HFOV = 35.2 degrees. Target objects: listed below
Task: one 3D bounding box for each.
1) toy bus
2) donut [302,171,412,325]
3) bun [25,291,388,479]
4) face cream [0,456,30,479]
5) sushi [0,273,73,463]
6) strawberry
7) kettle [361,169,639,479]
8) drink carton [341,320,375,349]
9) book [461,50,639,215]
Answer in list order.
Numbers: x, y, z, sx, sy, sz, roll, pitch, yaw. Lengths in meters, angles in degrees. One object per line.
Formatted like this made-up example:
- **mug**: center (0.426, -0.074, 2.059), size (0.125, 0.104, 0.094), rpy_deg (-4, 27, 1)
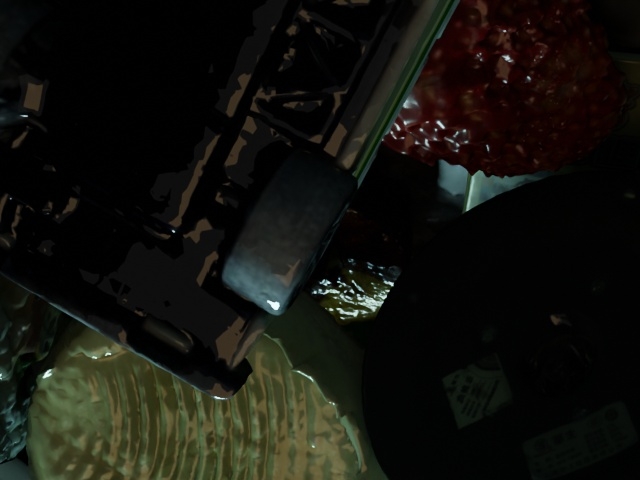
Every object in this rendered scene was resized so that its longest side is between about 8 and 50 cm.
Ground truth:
- **toy bus**: center (-0.007, -0.120, 0.372), size (0.143, 0.179, 0.306), rpy_deg (29, 111, 4)
- **donut**: center (0.000, 0.000, 0.696), size (0.140, 0.059, 0.140), rpy_deg (8, 142, 7)
- **bun**: center (-0.062, 0.127, 0.683), size (0.259, 0.152, 0.260), rpy_deg (5, 108, 14)
- **face cream**: center (-0.365, 0.334, 1.168), size (0.145, 0.145, 0.370), rpy_deg (-7, 140, 24)
- **sushi**: center (-0.276, 0.036, 0.701), size (0.218, 0.225, 0.239), rpy_deg (26, 115, 3)
- **strawberry**: center (0.073, -0.092, 0.519), size (0.208, 0.087, 0.167), rpy_deg (24, 142, -6)
- **kettle**: center (0.212, 0.164, 0.607), size (0.228, 0.321, 0.324), rpy_deg (-33, 135, 12)
- **drink carton**: center (0.033, 0.137, 0.825), size (0.271, 0.108, 0.161), rpy_deg (-13, 134, 31)
- **book**: center (0.176, -0.042, 0.628), size (0.167, 0.013, 0.192), rpy_deg (8, 142, 8)
